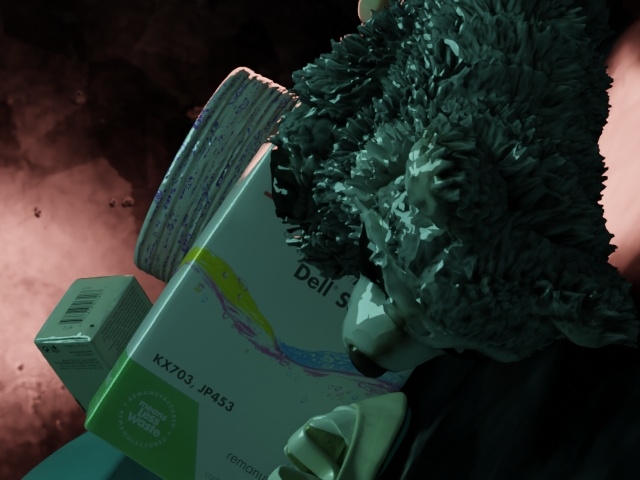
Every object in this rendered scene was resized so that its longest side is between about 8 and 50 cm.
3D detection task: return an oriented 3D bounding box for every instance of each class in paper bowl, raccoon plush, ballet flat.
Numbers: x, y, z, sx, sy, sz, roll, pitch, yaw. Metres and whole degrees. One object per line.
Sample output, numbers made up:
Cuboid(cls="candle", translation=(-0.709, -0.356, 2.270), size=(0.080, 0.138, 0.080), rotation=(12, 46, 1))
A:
Cuboid(cls="paper bowl", translation=(-0.102, -0.059, 2.039), size=(0.284, 0.148, 0.284), rotation=(-61, -4, -8))
Cuboid(cls="raccoon plush", translation=(0.124, -0.116, 1.023), size=(0.299, 0.216, 0.446), rotation=(173, 117, -74))
Cuboid(cls="ballet flat", translation=(0.004, 0.176, 1.206), size=(0.086, 0.086, 0.248), rotation=(-52, 8, 34))

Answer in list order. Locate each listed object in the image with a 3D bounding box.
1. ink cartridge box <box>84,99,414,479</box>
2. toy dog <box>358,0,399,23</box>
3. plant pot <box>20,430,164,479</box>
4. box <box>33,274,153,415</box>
Cuboid(cls="ink cartridge box", translation=(-0.017, 0.056, 1.384), size=(0.353, 0.207, 0.119), rotation=(-57, 5, -1))
Cuboid(cls="toy dog", translation=(0.200, -0.375, 2.136), size=(0.333, 0.220, 0.161), rotation=(-45, -20, 27))
Cuboid(cls="plant pot", translation=(-0.225, 0.295, 1.761), size=(0.165, 0.166, 0.234), rotation=(-16, 25, 34))
Cuboid(cls="box", translation=(-0.207, 0.174, 1.900), size=(0.094, 0.275, 0.113), rotation=(-4, 39, 34))
